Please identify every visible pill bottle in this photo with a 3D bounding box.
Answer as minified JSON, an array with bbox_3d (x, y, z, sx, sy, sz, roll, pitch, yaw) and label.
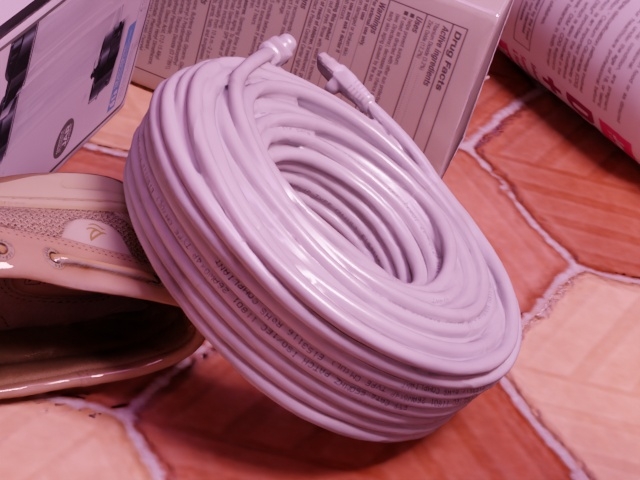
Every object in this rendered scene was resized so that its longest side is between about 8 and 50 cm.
[{"bbox_3d":[0.267,-0.150,1.249,0.160,0.160,0.283,-13,44,-37],"label":"pill bottle"}]

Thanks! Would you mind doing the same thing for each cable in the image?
[{"bbox_3d":[0.000,0.000,0.915,0.257,0.089,0.257,48,25,11],"label":"cable"}]

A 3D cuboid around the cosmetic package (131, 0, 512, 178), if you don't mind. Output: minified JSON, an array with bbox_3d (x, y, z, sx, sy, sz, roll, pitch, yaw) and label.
[{"bbox_3d":[-0.027,-0.170,1.147,0.309,0.160,0.113,23,34,5],"label":"cosmetic package"}]

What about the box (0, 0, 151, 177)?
[{"bbox_3d":[-0.200,-0.105,0.971,0.087,0.169,0.290,25,33,6],"label":"box"}]

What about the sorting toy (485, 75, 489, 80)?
[{"bbox_3d":[0.105,-0.138,1.291,0.062,0.012,0.083,33,40,29],"label":"sorting toy"}]

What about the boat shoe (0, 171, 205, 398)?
[{"bbox_3d":[-0.213,0.034,0.806,0.341,0.122,0.110,-9,42,-36],"label":"boat shoe"}]
